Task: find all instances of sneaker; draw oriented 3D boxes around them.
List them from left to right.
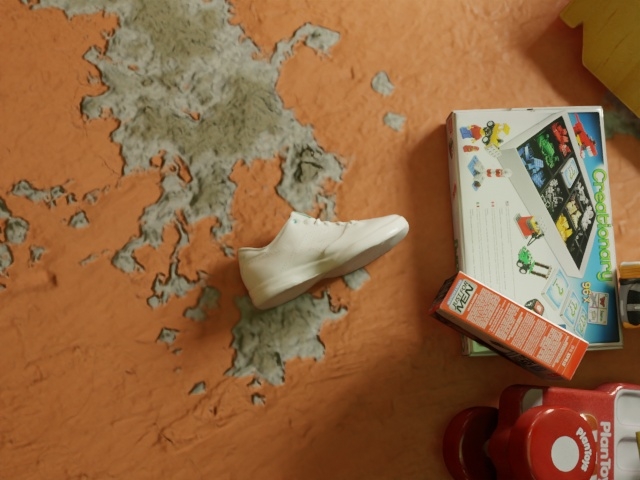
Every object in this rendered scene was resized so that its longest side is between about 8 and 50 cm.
[{"bbox_3d":[0.000,0.000,1.279,0.212,0.080,0.094,-23,72,-7],"label":"sneaker"},{"bbox_3d":[0.455,0.086,1.290,0.215,0.084,0.083,14,82,-11],"label":"sneaker"}]

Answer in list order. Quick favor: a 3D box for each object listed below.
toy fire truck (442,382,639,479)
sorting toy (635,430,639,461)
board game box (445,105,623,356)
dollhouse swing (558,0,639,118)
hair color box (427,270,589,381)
[{"bbox_3d":[0.290,0.312,1.220,0.254,0.169,0.302,7,78,-25],"label":"toy fire truck"},{"bbox_3d":[0.407,0.347,1.212,0.046,0.132,0.274,-22,83,37],"label":"sorting toy"},{"bbox_3d":[0.264,-0.012,1.309,0.193,0.053,0.305,-2,82,-5],"label":"board game box"},{"bbox_3d":[0.556,-0.301,1.375,0.347,0.305,0.315,44,122,2],"label":"dollhouse swing"},{"bbox_3d":[0.213,0.102,1.215,0.167,0.093,0.053,30,81,2],"label":"hair color box"}]
